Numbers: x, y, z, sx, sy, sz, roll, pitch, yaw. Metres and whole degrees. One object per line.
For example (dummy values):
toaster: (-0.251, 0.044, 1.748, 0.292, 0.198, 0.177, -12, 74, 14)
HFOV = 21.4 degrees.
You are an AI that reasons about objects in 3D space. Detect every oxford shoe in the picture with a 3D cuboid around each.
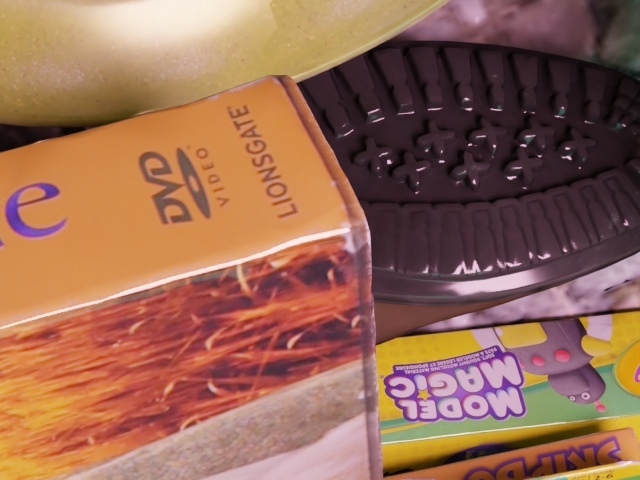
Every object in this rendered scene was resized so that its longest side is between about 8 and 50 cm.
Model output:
oxford shoe: (0.000, 0.000, 0.510, 0.227, 0.083, 0.096, -11, 156, 1)

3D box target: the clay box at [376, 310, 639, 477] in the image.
clay box: (0.079, 0.088, 0.662, 0.222, 0.053, 0.127, -5, 140, -8)

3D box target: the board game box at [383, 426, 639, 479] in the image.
board game box: (0.060, 0.147, 0.659, 0.124, 0.039, 0.259, -12, 147, -2)

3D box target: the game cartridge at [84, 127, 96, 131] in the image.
game cartridge: (-0.027, -0.027, 0.531, 0.083, 0.017, 0.056, -13, 143, 0)

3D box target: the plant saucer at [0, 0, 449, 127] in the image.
plant saucer: (-0.034, -0.118, 0.385, 0.241, 0.037, 0.241, -16, 147, -10)

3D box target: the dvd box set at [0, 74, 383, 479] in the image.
dvd box set: (-0.185, 0.140, 0.437, 0.420, 0.062, 0.307, -15, 135, -12)
